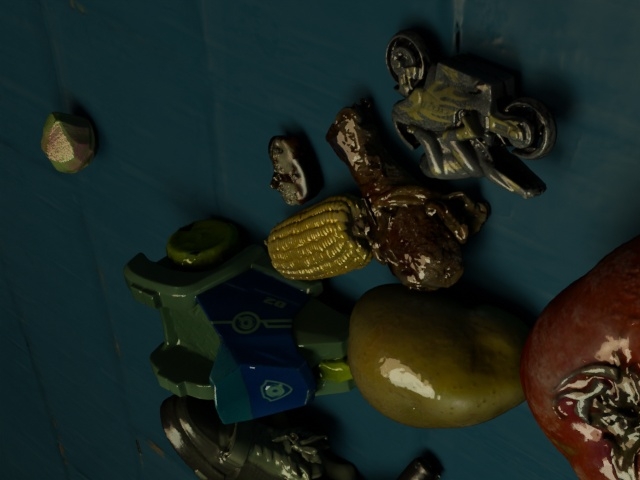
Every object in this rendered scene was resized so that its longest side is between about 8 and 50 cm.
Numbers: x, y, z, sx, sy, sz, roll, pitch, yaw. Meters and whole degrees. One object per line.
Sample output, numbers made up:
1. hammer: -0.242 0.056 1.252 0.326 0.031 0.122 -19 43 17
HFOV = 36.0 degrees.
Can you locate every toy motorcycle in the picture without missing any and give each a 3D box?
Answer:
1. toy motorcycle: -0.096 0.121 1.190 0.326 0.200 0.191 20 132 41
2. toy motorcycle: 0.122 -0.100 0.867 0.193 0.061 0.124 37 136 32

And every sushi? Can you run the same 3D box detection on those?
1. sushi: -0.029 -0.076 1.079 0.046 0.044 0.083 8 126 47

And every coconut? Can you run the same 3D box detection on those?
1. coconut: -0.351 -0.136 1.381 0.083 0.081 0.082 38 108 46

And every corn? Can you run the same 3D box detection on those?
1. corn: 0.000 0.000 1.091 0.085 0.063 0.165 53 148 -14

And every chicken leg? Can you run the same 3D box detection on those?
1. chicken leg: 0.076 -0.038 0.971 0.196 0.080 0.125 47 135 23

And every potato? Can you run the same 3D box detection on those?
1. potato: 0.123 0.116 0.989 0.194 0.157 0.157 0 121 24

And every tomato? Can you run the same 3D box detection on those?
1. tomato: 0.277 0.102 0.745 0.232 0.188 0.232 25 129 35

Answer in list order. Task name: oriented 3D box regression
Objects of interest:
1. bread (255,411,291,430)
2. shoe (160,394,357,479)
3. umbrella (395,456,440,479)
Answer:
1. bread: -0.068 0.271 1.406 0.073 0.053 0.214 3 124 40
2. shoe: -0.066 0.274 1.303 0.149 0.109 0.293 -30 122 25
3. umbrella: 0.037 0.403 1.243 0.118 0.118 0.340 42 109 18
